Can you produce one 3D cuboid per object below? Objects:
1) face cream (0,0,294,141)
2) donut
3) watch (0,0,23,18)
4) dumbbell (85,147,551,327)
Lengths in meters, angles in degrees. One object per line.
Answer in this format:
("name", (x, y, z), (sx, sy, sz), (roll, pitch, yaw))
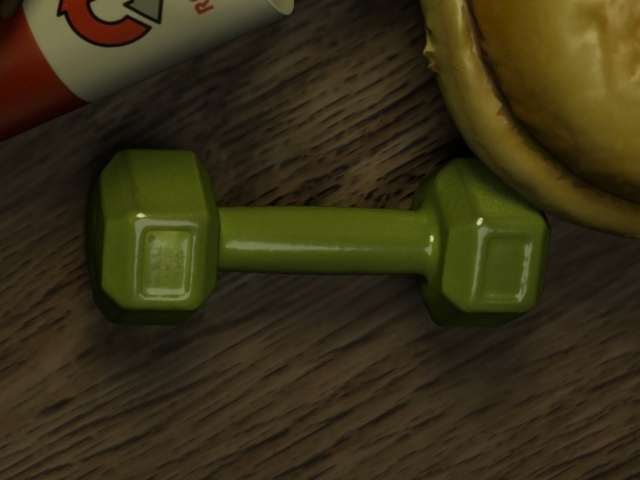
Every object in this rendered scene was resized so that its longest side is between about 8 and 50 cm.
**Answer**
("face cream", (-0.130, -0.132, 1.125), (0.214, 0.096, 0.096), (-23, 114, 15))
("donut", (0.247, -0.215, 1.237), (0.449, 0.198, 0.449), (-5, 107, -16))
("watch", (-0.374, -0.138, 1.021), (0.335, 0.314, 0.327), (42, 108, -3))
("dumbbell", (0.000, 0.000, 1.278), (0.302, 0.108, 0.121), (2, 106, -18))
